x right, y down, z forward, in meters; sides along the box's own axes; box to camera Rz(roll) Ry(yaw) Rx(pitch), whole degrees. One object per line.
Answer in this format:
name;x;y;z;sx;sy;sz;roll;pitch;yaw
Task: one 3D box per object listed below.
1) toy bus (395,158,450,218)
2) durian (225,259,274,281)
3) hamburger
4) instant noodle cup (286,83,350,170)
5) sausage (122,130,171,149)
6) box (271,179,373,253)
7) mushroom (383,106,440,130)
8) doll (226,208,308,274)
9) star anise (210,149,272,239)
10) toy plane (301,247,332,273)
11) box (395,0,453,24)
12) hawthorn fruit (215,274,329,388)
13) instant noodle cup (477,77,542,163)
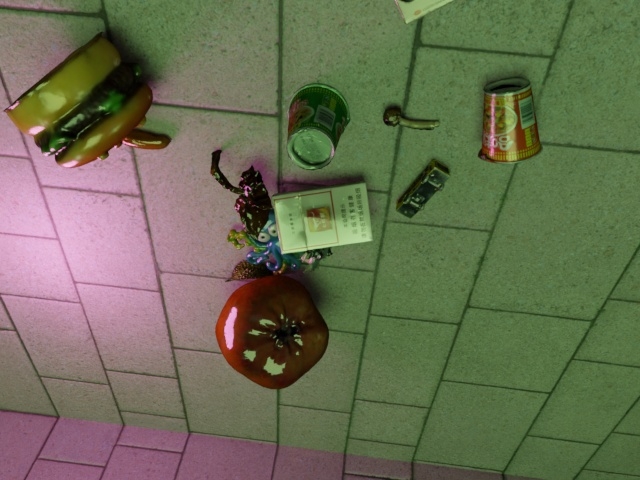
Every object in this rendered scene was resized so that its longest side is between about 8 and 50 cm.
toy bus;0.354;-0.172;1.826;0.081;0.074;0.226;26;129;-13
durian;-0.302;0.140;2.183;0.215;0.086;0.100;-4;143;8
hamburger;-0.711;-0.391;1.588;0.396;0.395;0.277;-24;123;25
instant noodle cup;-0.015;-0.340;1.629;0.207;0.232;0.207;3;130;4
sausage;-0.611;-0.345;1.826;0.183;0.054;0.062;10;159;-4
box;0.008;-0.082;1.856;0.330;0.095;0.210;-8;102;4
mushroom;0.286;-0.384;1.677;0.187;0.061;0.060;8;145;-14
doll;-0.173;0.002;2.027;0.346;0.098;0.341;-23;124;20
star anise;-0.266;-0.173;1.817;0.346;0.148;0.237;56;158;3
toy plane;0.009;0.006;1.984;0.088;0.192;0.262;37;117;21
box;0.339;-0.741;1.354;0.353;0.069;0.214;-19;125;24
hawthorn fruit;-0.198;0.363;2.137;0.472;0.471;0.471;4;130;5
instant noodle cup;0.562;-0.363;1.581;0.193;0.193;0.212;-7;121;14
